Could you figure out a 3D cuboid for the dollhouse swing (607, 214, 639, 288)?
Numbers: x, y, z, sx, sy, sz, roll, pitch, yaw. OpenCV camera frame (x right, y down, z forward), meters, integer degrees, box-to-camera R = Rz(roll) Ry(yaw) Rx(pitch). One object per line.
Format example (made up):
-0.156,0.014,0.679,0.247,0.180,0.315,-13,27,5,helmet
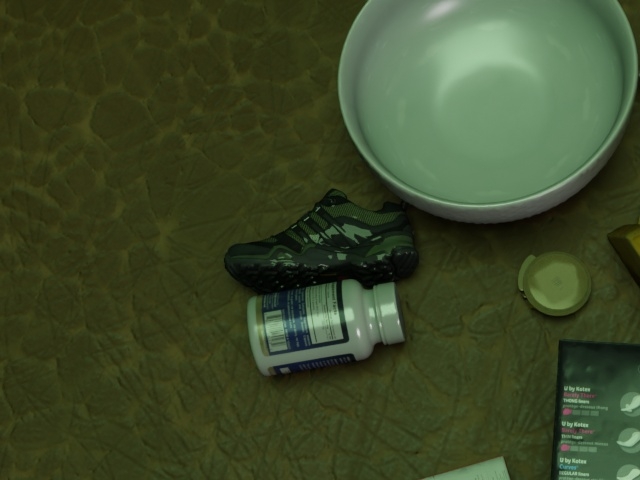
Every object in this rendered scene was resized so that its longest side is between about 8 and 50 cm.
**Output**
0.513,-0.029,1.602,0.347,0.305,0.315,-30,68,0,dollhouse swing

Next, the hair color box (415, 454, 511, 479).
0.143,0.290,1.696,0.141,0.043,0.072,-16,68,4,hair color box

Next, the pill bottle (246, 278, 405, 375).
0.008,0.095,1.765,0.169,0.094,0.094,-10,69,7,pill bottle

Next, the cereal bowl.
0.196,-0.169,1.799,0.339,0.141,0.339,-4,70,10,cereal bowl

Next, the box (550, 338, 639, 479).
0.312,0.255,1.611,0.143,0.165,0.270,2,71,12,box

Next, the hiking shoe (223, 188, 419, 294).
0.000,0.000,1.818,0.227,0.086,0.114,-4,56,3,hiking shoe

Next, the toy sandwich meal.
0.266,0.051,1.768,0.085,0.029,0.085,-2,70,5,toy sandwich meal
